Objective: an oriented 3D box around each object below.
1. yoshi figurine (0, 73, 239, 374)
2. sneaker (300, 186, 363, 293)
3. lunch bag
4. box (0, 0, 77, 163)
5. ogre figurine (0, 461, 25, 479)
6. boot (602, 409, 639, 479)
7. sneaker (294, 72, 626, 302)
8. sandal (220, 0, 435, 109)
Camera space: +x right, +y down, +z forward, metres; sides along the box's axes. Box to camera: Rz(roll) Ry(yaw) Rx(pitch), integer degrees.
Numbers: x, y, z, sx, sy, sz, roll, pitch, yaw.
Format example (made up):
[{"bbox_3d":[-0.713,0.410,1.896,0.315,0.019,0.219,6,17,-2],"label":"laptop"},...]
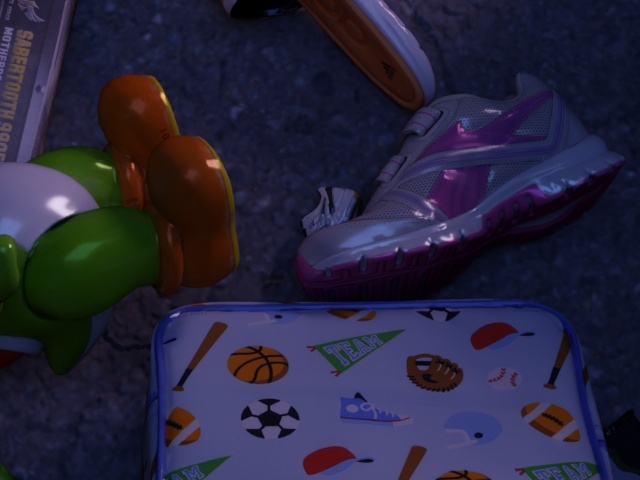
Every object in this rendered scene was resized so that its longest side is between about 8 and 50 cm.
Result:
[{"bbox_3d":[-0.248,-0.010,1.101,0.362,0.203,0.203,-22,76,-14],"label":"yoshi figurine"},{"bbox_3d":[0.000,0.000,1.261,0.037,0.032,0.083,16,68,18],"label":"sneaker"},{"bbox_3d":[0.037,0.134,1.139,0.303,0.115,0.243,1,38,-5],"label":"lunch bag"},{"bbox_3d":[-0.280,-0.112,1.259,0.183,0.056,0.231,10,71,-3],"label":"box"},{"bbox_3d":[-0.244,0.185,1.144,0.118,0.097,0.197,-38,45,-3],"label":"ogre figurine"},{"bbox_3d":[0.238,0.157,1.218,0.121,0.045,0.099,-39,73,-17],"label":"boot"},{"bbox_3d":[0.083,-0.036,1.243,0.252,0.103,0.111,-24,71,-24],"label":"sneaker"},{"bbox_3d":[-0.027,-0.182,1.279,0.076,0.102,0.265,-40,80,-18],"label":"sandal"}]
